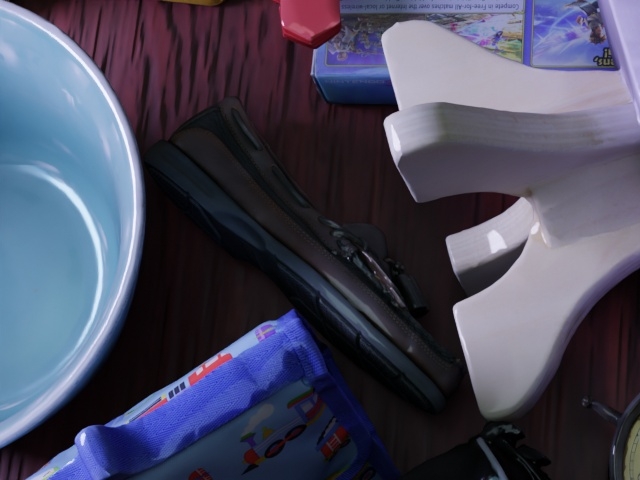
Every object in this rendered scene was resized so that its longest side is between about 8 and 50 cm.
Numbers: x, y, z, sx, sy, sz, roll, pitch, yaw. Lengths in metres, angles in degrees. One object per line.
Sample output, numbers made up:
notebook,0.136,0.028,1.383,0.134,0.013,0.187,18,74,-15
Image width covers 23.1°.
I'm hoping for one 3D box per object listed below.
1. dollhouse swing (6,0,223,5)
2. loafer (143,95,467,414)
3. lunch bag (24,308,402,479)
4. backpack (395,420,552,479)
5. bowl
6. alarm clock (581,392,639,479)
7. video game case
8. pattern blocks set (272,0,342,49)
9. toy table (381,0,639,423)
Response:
dollhouse swing,-0.203,-0.355,1.072,0.304,0.315,0.347,4,73,22
loafer,0.000,0.000,1.018,0.267,0.096,0.084,40,77,20
lunch bag,-0.081,0.135,0.881,0.221,0.293,0.138,-32,70,-1
backpack,0.107,0.255,0.848,0.191,0.225,0.253,-36,68,1
bowl,-0.243,0.013,1.015,0.311,0.163,0.312,-3,72,9
alarm clock,0.259,0.141,0.943,0.192,0.064,0.129,-6,72,10
video game case,0.138,-0.213,1.073,0.269,0.061,0.244,2,73,10
pattern blocks set,0.021,-0.315,1.061,0.285,0.026,0.325,-27,75,-5
toy table,0.139,-0.037,0.912,0.160,0.252,0.274,-16,55,9
